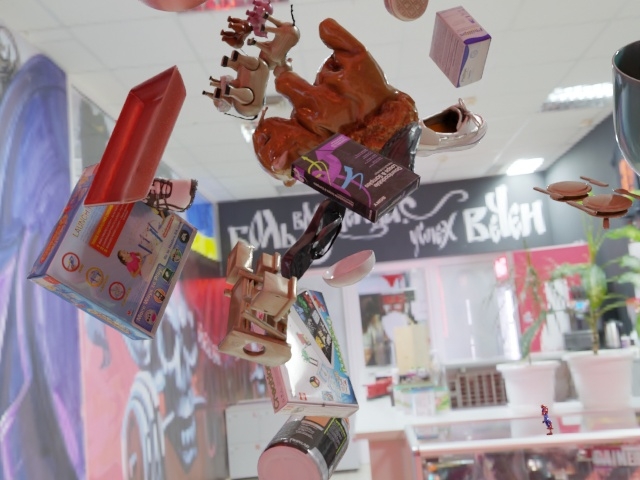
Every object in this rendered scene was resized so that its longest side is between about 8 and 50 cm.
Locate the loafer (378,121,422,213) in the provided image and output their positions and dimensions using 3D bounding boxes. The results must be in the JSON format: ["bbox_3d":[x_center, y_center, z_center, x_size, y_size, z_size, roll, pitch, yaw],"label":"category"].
[{"bbox_3d":[0.149,-0.142,1.354,0.078,0.223,0.076,42,-36,-17],"label":"loafer"}]

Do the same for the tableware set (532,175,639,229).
[{"bbox_3d":[0.516,-0.075,1.347,0.128,0.039,0.194,-13,22,-15],"label":"tableware set"}]

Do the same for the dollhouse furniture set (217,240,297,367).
[{"bbox_3d":[-0.063,0.059,1.007,0.101,0.182,0.161,21,-47,-21],"label":"dollhouse furniture set"}]

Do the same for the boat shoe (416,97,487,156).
[{"bbox_3d":[0.427,-0.377,2.209,0.367,0.136,0.156,-16,-26,-35],"label":"boat shoe"}]

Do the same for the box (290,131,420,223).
[{"bbox_3d":[0.053,-0.098,1.051,0.162,0.029,0.116,32,49,24],"label":"box"}]

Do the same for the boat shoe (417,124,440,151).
[{"bbox_3d":[0.225,-0.284,1.988,0.227,0.079,0.081,10,-38,5],"label":"boat shoe"}]

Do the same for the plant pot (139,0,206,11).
[{"bbox_3d":[-0.352,-0.687,1.563,0.275,0.275,0.243,-5,-5,2],"label":"plant pot"}]

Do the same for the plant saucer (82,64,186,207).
[{"bbox_3d":[-0.335,-0.174,1.276,0.047,0.258,0.259,25,-13,-31],"label":"plant saucer"}]

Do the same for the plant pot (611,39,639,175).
[{"bbox_3d":[0.726,-0.249,1.387,0.293,0.235,0.293,-7,33,5],"label":"plant pot"}]

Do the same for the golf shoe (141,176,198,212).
[{"bbox_3d":[-0.351,-0.106,1.560,0.094,0.077,0.198,20,-19,-40],"label":"golf shoe"}]

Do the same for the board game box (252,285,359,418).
[{"bbox_3d":[-0.042,0.227,1.491,0.193,0.305,0.053,15,-48,-37],"label":"board game box"}]

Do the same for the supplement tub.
[{"bbox_3d":[-0.034,0.585,1.970,0.193,0.194,0.316,-8,10,22],"label":"supplement tub"}]

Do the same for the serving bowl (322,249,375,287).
[{"bbox_3d":[0.045,0.046,1.014,0.083,0.027,0.083,-27,10,5],"label":"serving bowl"}]

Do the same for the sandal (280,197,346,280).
[{"bbox_3d":[0.000,0.001,1.538,0.054,0.254,0.097,14,-40,26],"label":"sandal"}]

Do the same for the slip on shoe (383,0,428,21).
[{"bbox_3d":[0.185,-0.635,1.480,0.123,0.331,0.101,0,13,-17],"label":"slip on shoe"}]

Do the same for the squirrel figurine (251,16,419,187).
[{"bbox_3d":[0.031,-0.271,1.764,0.370,0.397,0.281,-48,-5,-5],"label":"squirrel figurine"}]

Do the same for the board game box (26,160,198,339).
[{"bbox_3d":[-0.465,0.027,1.614,0.086,0.308,0.302,-10,-39,40],"label":"board game box"}]

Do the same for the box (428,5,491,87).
[{"bbox_3d":[0.323,-0.452,1.628,0.072,0.137,0.126,-19,-34,-14],"label":"box"}]

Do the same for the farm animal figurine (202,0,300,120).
[{"bbox_3d":[-0.168,-0.483,1.918,0.172,0.327,0.330,16,10,-30],"label":"farm animal figurine"}]

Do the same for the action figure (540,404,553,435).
[{"bbox_3d":[0.679,0.535,2.103,0.030,0.038,0.115,-5,26,12],"label":"action figure"}]

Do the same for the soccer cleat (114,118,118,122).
[{"bbox_3d":[-0.528,-0.228,1.851,0.076,0.196,0.068,30,27,17],"label":"soccer cleat"}]
